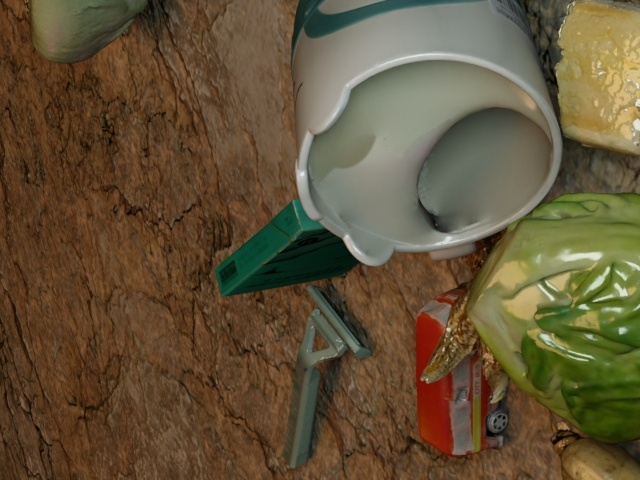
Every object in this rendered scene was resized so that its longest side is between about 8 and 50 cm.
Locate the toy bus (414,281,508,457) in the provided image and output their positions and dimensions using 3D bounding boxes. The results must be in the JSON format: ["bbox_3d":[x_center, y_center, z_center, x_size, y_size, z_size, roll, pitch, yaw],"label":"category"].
[{"bbox_3d":[0.140,0.133,1.518,0.079,0.077,0.174,27,126,52],"label":"toy bus"}]

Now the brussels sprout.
[{"bbox_3d":[0.233,0.063,1.219,0.223,0.161,0.223,14,123,22],"label":"brussels sprout"}]

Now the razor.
[{"bbox_3d":[-0.014,0.187,1.824,0.111,0.056,0.278,51,143,32],"label":"razor"}]

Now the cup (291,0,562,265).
[{"bbox_3d":[0.090,-0.116,1.322,0.258,0.219,0.290,-95,-10,-45],"label":"cup"}]

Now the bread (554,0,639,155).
[{"bbox_3d":[0.250,-0.131,1.210,0.106,0.082,0.125,19,110,44],"label":"bread"}]

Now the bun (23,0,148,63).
[{"bbox_3d":[-0.296,-0.376,1.938,0.283,0.179,0.283,178,90,-77],"label":"bun"}]

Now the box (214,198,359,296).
[{"bbox_3d":[0.000,0.000,1.607,0.226,0.161,0.042,-39,65,59],"label":"box"}]

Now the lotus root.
[{"bbox_3d":[0.263,0.218,1.365,0.152,0.063,0.072,43,165,33],"label":"lotus root"}]

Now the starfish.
[{"bbox_3d":[0.161,0.030,1.388,0.236,0.062,0.277,-57,24,33],"label":"starfish"}]
